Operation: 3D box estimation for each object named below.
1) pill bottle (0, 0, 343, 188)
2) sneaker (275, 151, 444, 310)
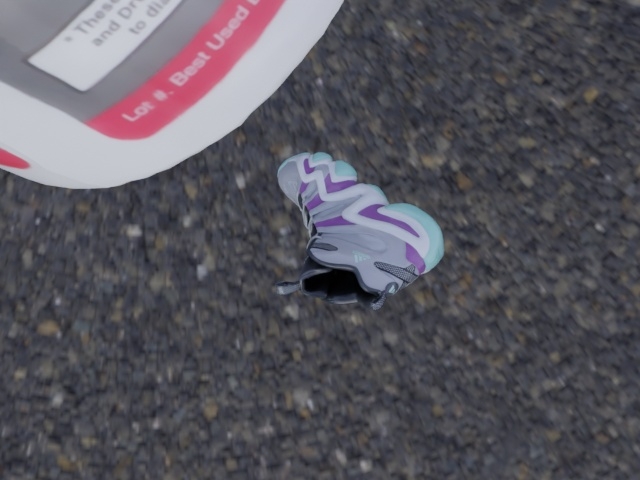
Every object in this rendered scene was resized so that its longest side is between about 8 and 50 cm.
[{"bbox_3d":[-0.137,-0.143,0.333,0.176,0.176,0.318,-50,141,10],"label":"pill bottle"},{"bbox_3d":[0.000,0.000,0.670,0.069,0.098,0.038,-42,138,-24],"label":"sneaker"}]
